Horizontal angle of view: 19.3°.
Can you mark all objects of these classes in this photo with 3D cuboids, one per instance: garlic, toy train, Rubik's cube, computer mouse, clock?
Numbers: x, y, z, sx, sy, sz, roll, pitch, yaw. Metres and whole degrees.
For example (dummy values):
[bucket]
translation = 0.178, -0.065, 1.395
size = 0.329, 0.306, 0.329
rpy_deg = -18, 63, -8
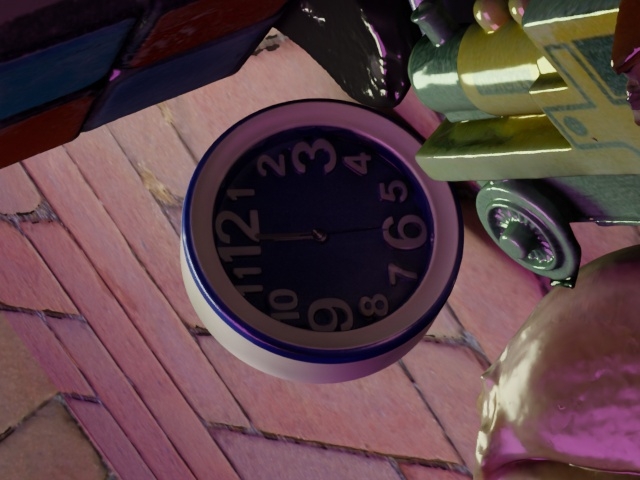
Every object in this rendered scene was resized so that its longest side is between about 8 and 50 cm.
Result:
[garlic]
translation = 0.278, 0.144, 1.264
size = 0.340, 0.245, 0.231
rpy_deg = 44, 146, 42
[toy train]
translation = 0.175, -0.086, 1.164
size = 0.237, 0.150, 0.369
rpy_deg = 48, 159, -20
[Rubik's cube]
translation = -0.215, -0.251, 1.364
size = 0.316, 0.313, 0.318
rpy_deg = 64, 159, 7
[computer mouse]
translation = 0.016, -0.189, 1.425
size = 0.217, 0.073, 0.122
rpy_deg = 45, 147, 32
[clock]
translation = 0.000, 0.000, 1.545
size = 0.230, 0.230, 0.083
rpy_deg = 45, 161, 12

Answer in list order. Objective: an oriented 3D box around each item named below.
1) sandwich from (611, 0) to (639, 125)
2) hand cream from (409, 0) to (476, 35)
[sandwich]
translation = 0.239, -0.161, 0.903
size = 0.094, 0.258, 0.096
rpy_deg = 37, -156, -59
[hand cream]
translation = 0.063, -0.235, 1.273
size = 0.058, 0.091, 0.271
rpy_deg = -3, 123, 35
